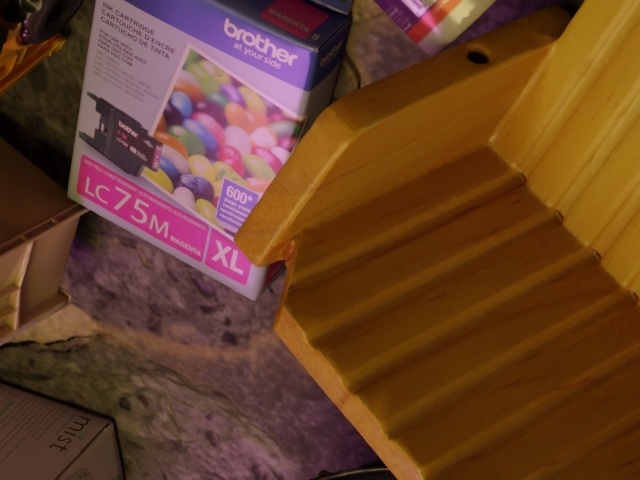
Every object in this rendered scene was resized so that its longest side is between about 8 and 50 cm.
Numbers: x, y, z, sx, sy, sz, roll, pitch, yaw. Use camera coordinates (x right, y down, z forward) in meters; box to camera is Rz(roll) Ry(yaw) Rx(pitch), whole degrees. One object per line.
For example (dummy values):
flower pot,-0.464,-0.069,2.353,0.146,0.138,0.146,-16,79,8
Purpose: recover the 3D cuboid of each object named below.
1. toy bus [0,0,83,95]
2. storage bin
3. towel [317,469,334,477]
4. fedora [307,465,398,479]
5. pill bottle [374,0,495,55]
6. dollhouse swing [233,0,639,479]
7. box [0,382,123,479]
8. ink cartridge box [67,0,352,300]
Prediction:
toy bus,-0.289,-0.154,1.488,0.149,0.220,0.211,38,142,8
storage bin,-0.369,-0.015,1.587,0.262,0.260,0.123,39,133,17
towel,0.024,0.292,1.657,0.102,0.021,0.237,36,140,23
fedora,0.082,0.317,1.507,0.334,0.152,0.334,9,136,9
pill bottle,0.043,-0.222,1.274,0.193,0.108,0.108,46,136,-3
dollhouse swing,0.190,-0.020,1.148,0.347,0.315,0.305,50,144,22
box,-0.344,0.250,1.794,0.231,0.262,0.127,16,131,24
ink cartridge box,-0.086,-0.115,1.483,0.186,0.065,0.311,28,133,13
